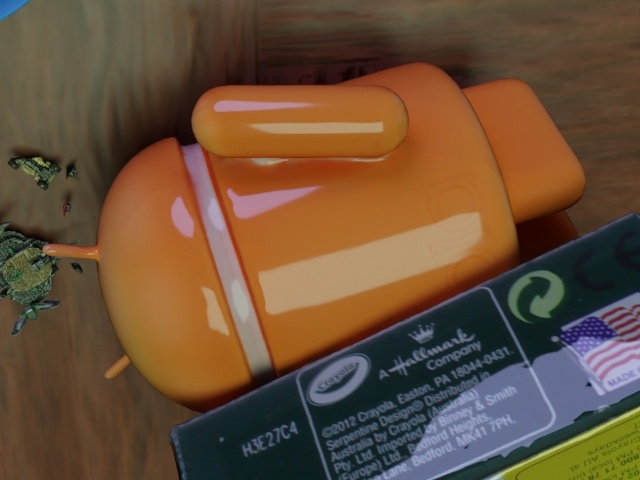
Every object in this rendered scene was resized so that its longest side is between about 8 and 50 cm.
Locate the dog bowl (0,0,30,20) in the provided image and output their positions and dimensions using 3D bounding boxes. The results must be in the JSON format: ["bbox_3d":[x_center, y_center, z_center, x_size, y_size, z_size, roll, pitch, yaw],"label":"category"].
[{"bbox_3d":[-0.223,-0.170,0.373,0.297,0.074,0.166,10,110,-16],"label":"dog bowl"}]

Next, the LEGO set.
[{"bbox_3d":[-0.134,0.001,0.498,0.054,0.023,0.083,28,91,-24],"label":"LEGO set"}]

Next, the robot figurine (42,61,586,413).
[{"bbox_3d":[0.000,-0.002,0.465,0.219,0.158,0.128,-18,90,-4],"label":"robot figurine"}]

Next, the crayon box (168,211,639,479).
[{"bbox_3d":[0.091,0.145,0.501,0.202,0.081,0.318,-25,138,4],"label":"crayon box"}]
